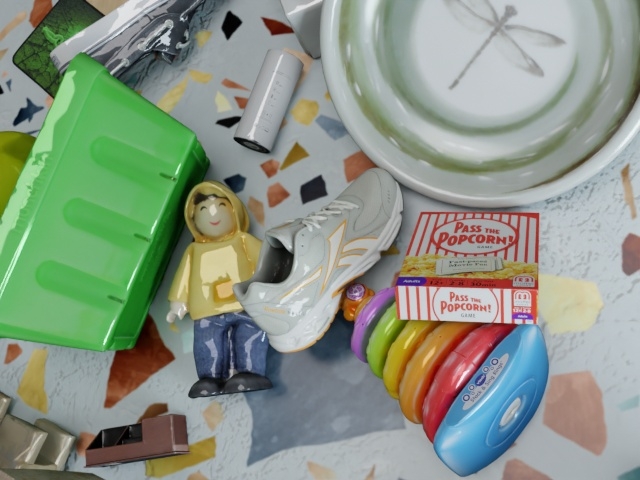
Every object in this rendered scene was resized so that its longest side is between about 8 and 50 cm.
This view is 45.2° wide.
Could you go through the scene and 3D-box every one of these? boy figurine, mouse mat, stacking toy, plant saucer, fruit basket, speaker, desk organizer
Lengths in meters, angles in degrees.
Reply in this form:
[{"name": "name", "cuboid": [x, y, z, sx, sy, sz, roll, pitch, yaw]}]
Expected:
[{"name": "boy figurine", "cuboid": [-0.117, 0.056, 0.994, 0.177, 0.092, 0.285, -6, 80, 14]}, {"name": "mouse mat", "cuboid": [-0.381, -0.291, 1.194, 0.190, 0.007, 0.152, 39, 89, 19]}, {"name": "stacking toy", "cuboid": [0.103, 0.115, 0.905, 0.302, 0.165, 0.175, 34, 79, 35]}, {"name": "plant saucer", "cuboid": [0.200, -0.239, 0.918, 0.401, 0.100, 0.400, 8, 114, 19]}, {"name": "fruit basket", "cuboid": [-0.371, -0.053, 1.017, 0.393, 0.283, 0.391, 0, 83, -1]}, {"name": "speaker", "cuboid": [-0.071, -0.192, 1.058, 0.055, 0.055, 0.136, 18, 83, 19]}, {"name": "desk organizer", "cuboid": [-0.240, 0.262, 1.003, 0.130, 0.047, 0.050, -12, 72, 12]}]

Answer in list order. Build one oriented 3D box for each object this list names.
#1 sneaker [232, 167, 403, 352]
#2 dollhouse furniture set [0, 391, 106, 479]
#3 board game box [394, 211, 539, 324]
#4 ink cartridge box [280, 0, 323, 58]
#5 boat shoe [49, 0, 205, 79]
[{"name": "sneaker", "cuboid": [0.000, 0.000, 0.915, 0.099, 0.121, 0.262, 8, 57, 51]}, {"name": "dollhouse furniture set", "cuboid": [-0.448, 0.318, 0.853, 0.394, 0.362, 0.256, 20, 80, 26]}, {"name": "board game box", "cuboid": [0.173, 0.026, 0.874, 0.147, 0.193, 0.045, 1, 116, 15]}, {"name": "ink cartridge box", "cuboid": [0.075, -0.417, 1.031, 0.306, 0.131, 0.226, -22, 72, 8]}, {"name": "boat shoe", "cuboid": [-0.236, -0.305, 1.113, 0.301, 0.108, 0.102, -35, 103, -7]}]
